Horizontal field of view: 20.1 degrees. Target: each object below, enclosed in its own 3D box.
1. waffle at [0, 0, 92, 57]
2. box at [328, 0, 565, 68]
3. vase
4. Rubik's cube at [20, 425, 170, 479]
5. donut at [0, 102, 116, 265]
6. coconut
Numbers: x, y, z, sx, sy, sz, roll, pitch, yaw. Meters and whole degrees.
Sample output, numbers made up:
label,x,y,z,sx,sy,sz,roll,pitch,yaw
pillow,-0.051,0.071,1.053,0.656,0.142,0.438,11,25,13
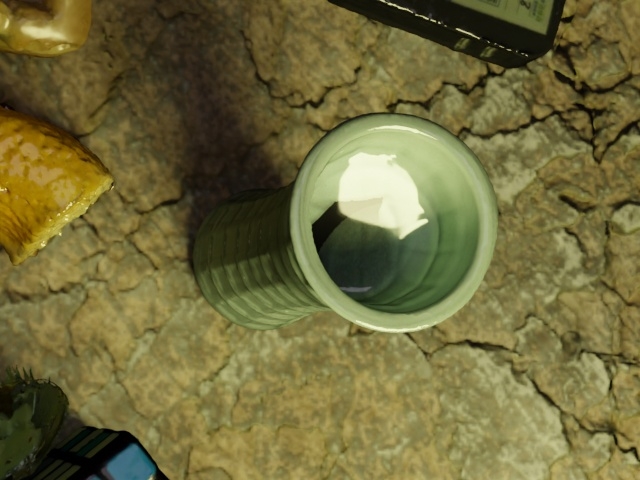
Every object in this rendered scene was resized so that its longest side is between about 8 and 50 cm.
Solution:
label,x,y,z,sx,sy,sz,roll,pitch,yaw
waffle,-0.278,-0.309,1.273,0.304,0.077,0.348,6,103,-24
box,0.131,-0.333,1.487,0.211,0.058,0.350,20,79,-17
vase,0.000,0.000,1.281,0.143,0.299,0.143,2,85,-19
Rubik's cube,-0.165,0.253,1.261,0.184,0.187,0.182,-37,97,-17
donut,-0.286,-0.020,1.300,0.259,0.101,0.152,-43,93,-14
coconut,-0.257,0.138,1.293,0.158,0.133,0.055,-13,131,-11
